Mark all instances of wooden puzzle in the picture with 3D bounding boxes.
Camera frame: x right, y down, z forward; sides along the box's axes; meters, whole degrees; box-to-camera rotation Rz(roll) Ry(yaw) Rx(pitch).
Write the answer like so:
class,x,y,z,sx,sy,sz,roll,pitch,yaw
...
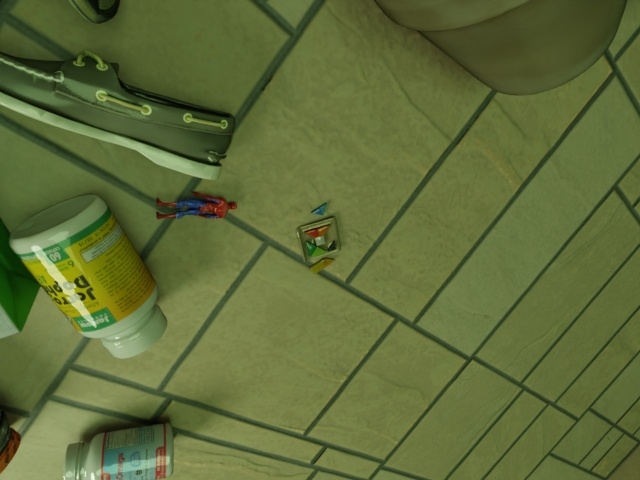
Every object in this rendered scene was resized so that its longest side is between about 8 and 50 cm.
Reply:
class,x,y,z,sx,sy,sz,roll,pitch,yaw
wooden puzzle,0.000,0.000,0.719,0.079,0.014,0.116,-25,119,-10

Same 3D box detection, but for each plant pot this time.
class,x,y,z,sx,sy,sz,roll,pitch,yaw
plant pot,0.246,-0.344,0.524,0.280,0.323,0.323,28,100,-47

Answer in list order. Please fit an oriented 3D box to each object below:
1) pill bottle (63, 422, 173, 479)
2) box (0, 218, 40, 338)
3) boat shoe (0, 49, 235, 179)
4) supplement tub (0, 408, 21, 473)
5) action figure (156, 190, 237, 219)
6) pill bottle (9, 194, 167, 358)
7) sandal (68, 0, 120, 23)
class,x,y,z,sx,sy,sz,roll,pitch,yaw
pill bottle,-0.332,0.363,0.703,0.160,0.087,0.087,0,113,-22
box,-0.500,0.014,0.457,0.231,0.126,0.261,-20,119,-12
boat shoe,-0.248,-0.164,0.494,0.305,0.109,0.091,17,105,-34
supplement tub,-0.518,0.254,0.563,0.117,0.117,0.190,-34,121,-5
action figure,-0.179,-0.049,0.616,0.115,0.030,0.038,-2,119,-26
pill bottle,-0.294,0.055,0.563,0.118,0.117,0.208,-25,120,-10
sandal,-0.322,-0.342,0.394,0.086,0.120,0.303,-29,123,25
